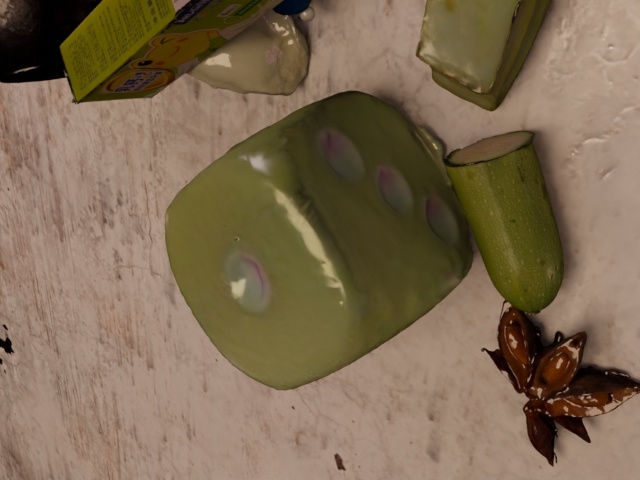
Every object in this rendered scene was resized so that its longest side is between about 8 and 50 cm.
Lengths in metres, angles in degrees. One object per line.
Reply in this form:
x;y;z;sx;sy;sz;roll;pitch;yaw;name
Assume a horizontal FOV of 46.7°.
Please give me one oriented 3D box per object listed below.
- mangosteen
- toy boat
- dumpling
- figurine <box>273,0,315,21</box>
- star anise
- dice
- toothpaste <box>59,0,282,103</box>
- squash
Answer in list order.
-0.386;-0.325;0.974;0.287;0.287;0.233;4;112;40;mangosteen
0.161;-0.248;0.679;0.111;0.084;0.276;35;132;25;toy boat
-0.105;-0.251;0.898;0.169;0.100;0.134;26;124;29;dumpling
-0.069;-0.362;0.792;0.164;0.120;0.262;-28;93;44;figurine
0.266;0.155;0.820;0.157;0.053;0.212;-25;93;46;star anise
0.000;0.000;0.830;0.254;0.249;0.252;-32;90;45;dice
-0.169;-0.240;0.812;0.327;0.110;0.077;-17;90;49;toothpaste
0.200;-0.012;0.770;0.095;0.095;0.188;-6;112;43;squash
